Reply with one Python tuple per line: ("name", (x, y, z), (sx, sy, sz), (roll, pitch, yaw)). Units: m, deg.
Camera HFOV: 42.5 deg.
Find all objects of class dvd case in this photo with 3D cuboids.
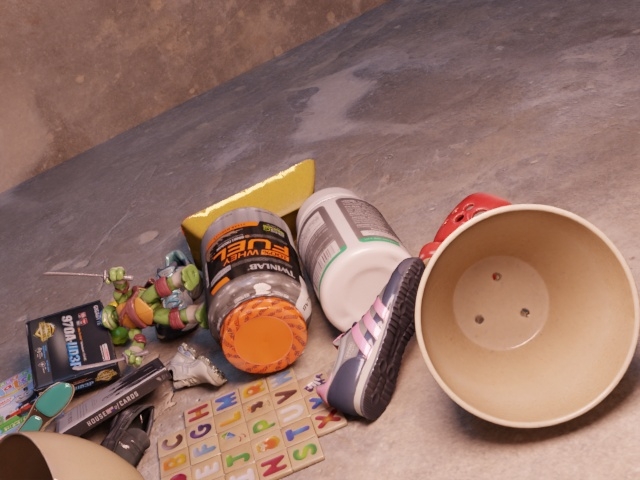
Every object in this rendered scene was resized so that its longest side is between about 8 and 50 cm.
("dvd case", (-0.414, 0.316, 1.640), (0.238, 0.029, 0.179), (-32, 8, -14))

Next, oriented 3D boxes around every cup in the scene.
("cup", (0.309, 0.111, 1.326), (0.331, 0.331, 0.237), (-20, -1, 2))

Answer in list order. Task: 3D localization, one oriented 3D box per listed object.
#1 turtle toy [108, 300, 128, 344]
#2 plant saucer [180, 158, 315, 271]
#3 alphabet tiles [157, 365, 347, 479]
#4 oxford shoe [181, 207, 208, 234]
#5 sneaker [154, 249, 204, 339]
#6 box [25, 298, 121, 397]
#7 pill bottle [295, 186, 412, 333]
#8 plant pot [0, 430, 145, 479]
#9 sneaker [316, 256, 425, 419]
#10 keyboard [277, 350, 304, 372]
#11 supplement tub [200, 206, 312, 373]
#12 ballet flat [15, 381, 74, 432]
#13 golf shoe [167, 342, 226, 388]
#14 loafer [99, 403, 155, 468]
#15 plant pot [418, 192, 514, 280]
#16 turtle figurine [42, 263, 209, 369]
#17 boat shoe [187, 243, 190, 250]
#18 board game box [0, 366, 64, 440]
("turtle toy", (-0.493, 0.203, 1.935), (0.095, 0.066, 0.130), (-35, 30, -21))
("plant saucer", (-0.144, -0.026, 1.942), (0.333, 0.333, 0.081), (-27, 72, -11))
("alphabet tiles", (-0.129, 0.345, 1.479), (0.342, 0.011, 0.285), (-23, 27, -3))
("oxford shoe", (-0.244, -0.052, 2.176), (0.271, 0.097, 0.098), (-9, 13, -25))
("sneaker", (-0.348, 0.122, 1.918), (0.110, 0.122, 0.283), (-18, 28, 5))
("box", (-0.544, 0.239, 1.802), (0.175, 0.051, 0.220), (-17, 41, -12))
("pill bottle", (0.064, 0.029, 1.710), (0.204, 0.204, 0.361), (-22, 27, -2))
("plant pot", (-0.373, 0.427, 1.268), (0.191, 0.284, 0.284), (3, 6, -43))
("sneaker", (0.090, 0.160, 1.475), (0.131, 0.112, 0.319), (4, 54, 37))
("keyboard", (-0.134, 0.214, 1.725), (0.072, 0.014, 0.256), (-30, 28, -29))
("supplement tub", (-0.133, 0.097, 1.670), (0.207, 0.207, 0.338), (-20, 35, 1))
("ballet flat", (-0.571, 0.356, 1.685), (0.168, 0.057, 0.052), (-50, 5, -17))
("golf shoe", (-0.253, 0.273, 1.661), (0.086, 0.069, 0.176), (-50, 30, -16))
("loafer", (-0.354, 0.374, 1.511), (0.078, 0.076, 0.223), (-24, 22, 11))
("plant pot", (0.298, 0.033, 1.568), (0.191, 0.191, 0.174), (13, 51, 48))
("turtle figurine", (-0.379, 0.155, 1.701), (0.266, 0.274, 0.198), (-16, 68, 19))
("boat shoe", (-0.313, -0.023, 2.211), (0.070, 0.078, 0.219), (-18, 25, 8))
("board game box", (-0.656, 0.358, 1.794), (0.160, 0.039, 0.211), (-29, 28, -16))
